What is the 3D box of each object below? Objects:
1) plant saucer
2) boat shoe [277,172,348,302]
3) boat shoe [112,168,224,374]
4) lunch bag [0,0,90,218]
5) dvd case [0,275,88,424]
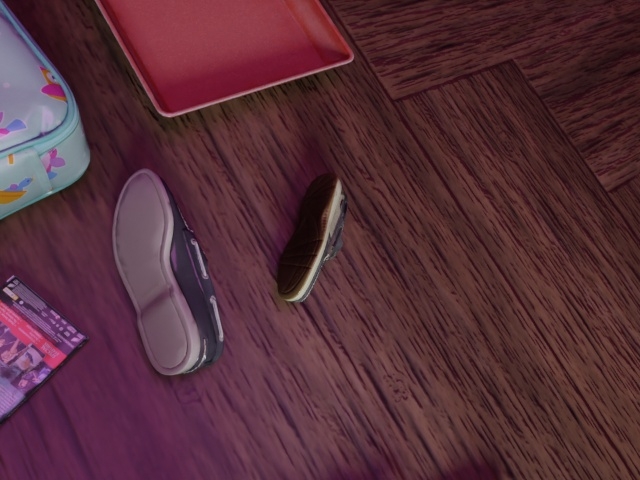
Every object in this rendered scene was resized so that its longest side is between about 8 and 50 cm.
[{"bbox_3d":[-0.129,-0.275,0.612,0.259,0.048,0.258,-26,79,-27],"label":"plant saucer"},{"bbox_3d":[0.000,0.000,0.541,0.049,0.056,0.152,39,62,-39],"label":"boat shoe"},{"bbox_3d":[-0.144,0.028,0.489,0.065,0.075,0.206,19,46,-60],"label":"boat shoe"},{"bbox_3d":[-0.369,-0.102,0.422,0.279,0.108,0.224,-34,83,-27],"label":"lunch bag"},{"bbox_3d":[-0.274,0.100,0.427,0.087,0.013,0.119,40,61,-1],"label":"dvd case"}]
